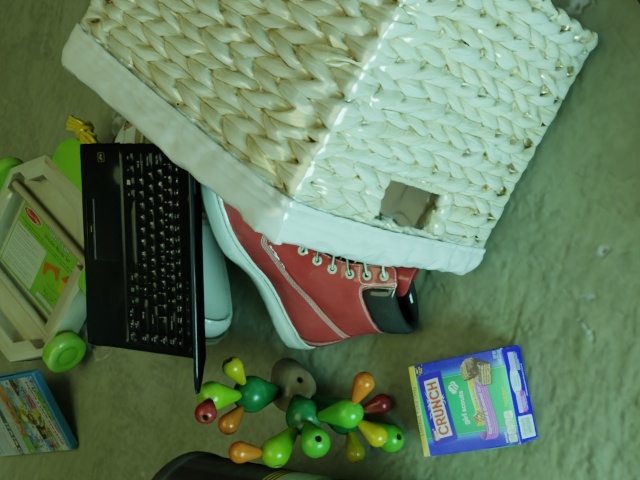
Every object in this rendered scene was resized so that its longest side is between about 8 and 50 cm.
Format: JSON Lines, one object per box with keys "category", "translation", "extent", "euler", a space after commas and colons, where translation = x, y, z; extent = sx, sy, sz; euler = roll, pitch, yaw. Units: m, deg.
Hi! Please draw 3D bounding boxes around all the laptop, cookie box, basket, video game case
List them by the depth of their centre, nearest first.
{"category": "basket", "translation": [0.011, -0.169, 0.935], "extent": [0.331, 0.328, 0.266], "euler": [38, 106, 34]}
{"category": "cookie box", "translation": [0.144, 0.155, 0.985], "extent": [0.107, 0.040, 0.091], "euler": [-18, 77, 37]}
{"category": "laptop", "translation": [-0.190, 0.017, 1.057], "extent": [0.264, 0.137, 0.234], "euler": [4, 97, 32]}
{"category": "video game case", "translation": [-0.412, 0.237, 1.398], "extent": [0.166, 0.015, 0.119], "euler": [-13, 106, 37]}

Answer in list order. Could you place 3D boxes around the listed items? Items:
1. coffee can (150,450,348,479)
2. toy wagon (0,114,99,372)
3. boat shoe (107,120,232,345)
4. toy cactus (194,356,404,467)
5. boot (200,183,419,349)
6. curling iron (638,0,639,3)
{"category": "coffee can", "translation": [-0.025, 0.323, 0.989], "extent": [0.275, 0.201, 0.201], "euler": [2, 89, 31]}
{"category": "toy wagon", "translation": [-0.360, -0.004, 1.372], "extent": [0.267, 0.068, 0.344], "euler": [42, 111, 31]}
{"category": "boat shoe", "translation": [-0.169, -0.025, 1.196], "extent": [0.103, 0.113, 0.302], "euler": [-43, 62, 34]}
{"category": "toy cactus", "translation": [-0.024, 0.160, 1.049], "extent": [0.180, 0.219, 0.112], "euler": [-124, 40, -71]}
{"category": "boot", "translation": [0.000, 0.000, 1.024], "extent": [0.176, 0.088, 0.244], "euler": [-11, 121, 36]}
{"category": "curling iron", "translation": [0.312, -0.196, 0.880], "extent": [0.068, 0.035, 0.274], "euler": [-41, 65, 24]}
